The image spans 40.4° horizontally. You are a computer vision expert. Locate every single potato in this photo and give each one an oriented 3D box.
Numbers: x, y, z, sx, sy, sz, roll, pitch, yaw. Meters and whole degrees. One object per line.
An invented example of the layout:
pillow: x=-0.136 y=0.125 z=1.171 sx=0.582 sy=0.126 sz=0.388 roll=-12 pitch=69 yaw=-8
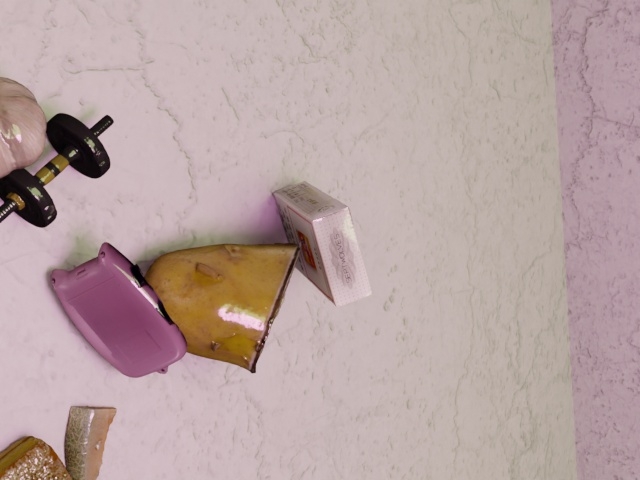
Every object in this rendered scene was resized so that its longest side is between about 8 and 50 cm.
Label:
potato: x=-0.218 y=0.094 z=1.875 sx=0.397 sy=0.296 sz=0.289 roll=-74 pitch=-175 yaw=-60

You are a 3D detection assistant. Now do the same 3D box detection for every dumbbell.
dumbbell: x=-0.500 y=-0.131 z=1.619 sx=0.325 sy=0.143 sz=0.143 roll=-50 pitch=124 yaw=-30

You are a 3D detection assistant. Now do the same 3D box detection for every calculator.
calculator: x=-0.388 y=0.153 z=1.695 sx=0.294 sy=0.194 sz=0.043 roll=57 pitch=22 yaw=-19

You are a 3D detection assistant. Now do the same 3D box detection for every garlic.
garlic: x=-0.582 y=-0.221 z=1.466 sx=0.218 sy=0.219 sz=0.212 roll=-48 pitch=157 yaw=-31

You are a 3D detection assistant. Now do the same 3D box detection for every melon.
melon: x=-0.472 y=0.424 z=1.762 sx=0.098 sy=0.054 sz=0.182 roll=27 pitch=74 yaw=-58

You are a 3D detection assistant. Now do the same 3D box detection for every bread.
bread: x=-0.546 y=0.509 z=1.638 sx=0.184 sy=0.111 sz=0.234 roll=-40 pitch=114 yaw=-40

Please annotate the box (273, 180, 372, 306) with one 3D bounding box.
box: x=0.000 y=0.001 z=1.990 sx=0.095 sy=0.330 sz=0.210 roll=-20 pitch=108 yaw=-11
